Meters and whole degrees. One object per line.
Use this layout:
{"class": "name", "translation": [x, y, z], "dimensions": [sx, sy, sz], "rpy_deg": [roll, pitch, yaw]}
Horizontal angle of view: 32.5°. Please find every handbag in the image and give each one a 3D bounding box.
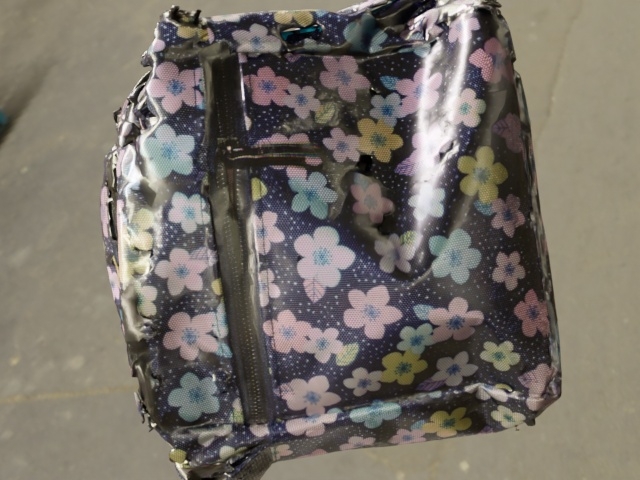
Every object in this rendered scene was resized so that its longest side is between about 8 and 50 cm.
{"class": "handbag", "translation": [0.000, 0.000, 0.521], "dimensions": [0.208, 0.228, 0.127], "rpy_deg": [-7, 3, -3]}
